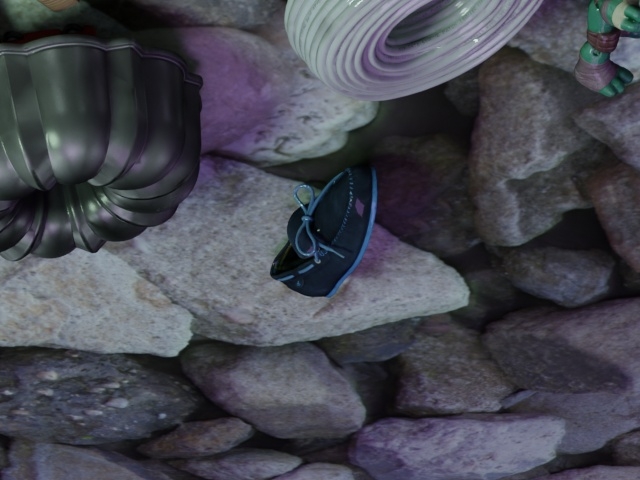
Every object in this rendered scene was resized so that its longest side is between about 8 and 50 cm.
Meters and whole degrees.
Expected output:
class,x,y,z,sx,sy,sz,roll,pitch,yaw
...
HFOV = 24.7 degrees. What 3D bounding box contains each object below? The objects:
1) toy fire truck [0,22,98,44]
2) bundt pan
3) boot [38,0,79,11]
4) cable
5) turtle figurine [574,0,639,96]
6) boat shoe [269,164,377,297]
class,x,y,z,sx,sy,sz,roll,pitch,yaw
toy fire truck,-0.310,-0.157,1.519,0.192,0.047,0.135,-7,147,4
bundt pan,-0.271,-0.076,1.498,0.331,0.124,0.331,-11,159,-4
boot,-0.231,-0.290,1.305,0.197,0.073,0.152,-26,136,27
cable,0.091,-0.225,1.324,0.257,0.089,0.257,-10,156,-42
turtle figurine,0.289,-0.250,1.355,0.118,0.175,0.234,35,155,19
boat shoe,0.000,0.000,1.724,0.089,0.109,0.258,10,143,-12
